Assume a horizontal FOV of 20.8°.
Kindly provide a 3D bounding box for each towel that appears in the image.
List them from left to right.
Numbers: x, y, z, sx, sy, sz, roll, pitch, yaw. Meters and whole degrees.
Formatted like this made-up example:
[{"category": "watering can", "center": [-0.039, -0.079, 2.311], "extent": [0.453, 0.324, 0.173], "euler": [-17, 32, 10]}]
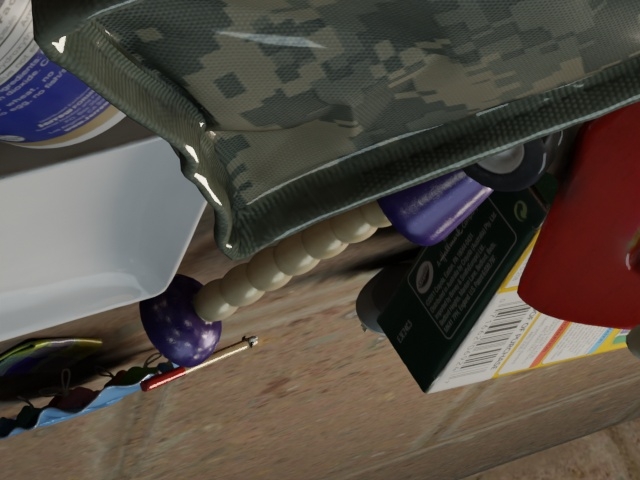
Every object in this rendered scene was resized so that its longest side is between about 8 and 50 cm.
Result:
[{"category": "towel", "center": [-0.208, 0.088, 1.314], "extent": [0.060, 0.009, 0.083], "euler": [-28, 163, 27]}]

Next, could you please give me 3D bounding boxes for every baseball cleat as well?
[{"category": "baseball cleat", "center": [0.125, 0.017, 1.433], "extent": [0.206, 0.072, 0.109], "euler": [-17, 151, -31]}]

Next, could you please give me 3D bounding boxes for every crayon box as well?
[{"category": "crayon box", "center": [0.222, 0.002, 1.350], "extent": [0.323, 0.083, 0.203], "euler": [-8, 142, -37]}]

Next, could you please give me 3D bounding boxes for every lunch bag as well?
[{"category": "lunch bag", "center": [0.060, -0.166, 0.391], "extent": [0.287, 0.235, 0.169], "euler": [-22, 159, 6]}]

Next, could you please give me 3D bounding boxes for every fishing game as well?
[{"category": "fishing game", "center": [-0.181, 0.115, 1.365], "extent": [0.264, 0.041, 0.189], "euler": [-21, 179, 37]}]

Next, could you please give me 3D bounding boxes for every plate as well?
[{"category": "plate", "center": [-0.201, 0.004, 0.977], "extent": [0.277, 0.045, 0.278], "euler": [-15, 163, -19]}]

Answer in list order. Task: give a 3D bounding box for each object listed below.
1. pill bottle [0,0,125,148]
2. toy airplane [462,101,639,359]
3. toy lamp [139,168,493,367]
[{"category": "pill bottle", "center": [-0.136, -0.100, 0.589], "extent": [0.112, 0.112, 0.187], "euler": [-26, 163, 18]}, {"category": "toy airplane", "center": [0.280, -0.080, 0.877], "extent": [0.386, 0.272, 0.384], "euler": [-44, -179, -2]}, {"category": "toy lamp", "center": [0.000, 0.000, 1.170], "extent": [0.275, 0.080, 0.080], "euler": [-28, 163, 31]}]
